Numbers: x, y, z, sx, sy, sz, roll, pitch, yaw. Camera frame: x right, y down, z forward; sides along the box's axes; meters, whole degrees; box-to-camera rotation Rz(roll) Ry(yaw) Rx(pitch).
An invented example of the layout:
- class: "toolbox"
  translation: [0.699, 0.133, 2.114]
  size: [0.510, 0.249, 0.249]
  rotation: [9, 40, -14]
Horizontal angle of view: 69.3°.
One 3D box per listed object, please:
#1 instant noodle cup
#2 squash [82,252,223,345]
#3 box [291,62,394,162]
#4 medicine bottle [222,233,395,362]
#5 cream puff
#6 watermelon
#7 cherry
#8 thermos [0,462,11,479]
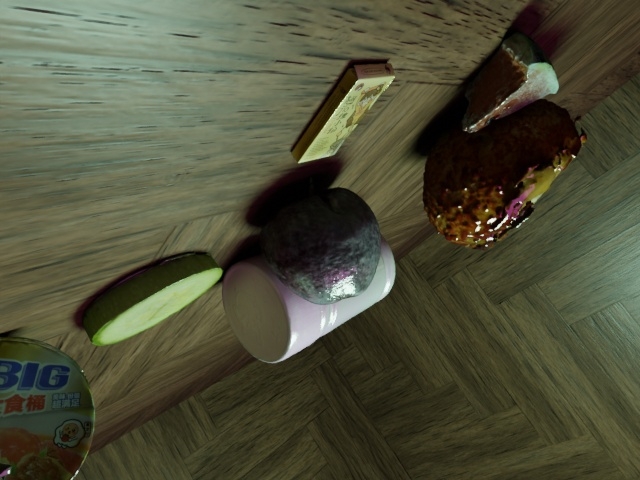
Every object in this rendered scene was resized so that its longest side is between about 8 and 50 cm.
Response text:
- class: "instant noodle cup"
  translation: [-0.404, 0.237, 0.557]
  size: [0.153, 0.204, 0.205]
  rotation: [-31, 172, 36]
- class: "squash"
  translation: [-0.254, 0.095, 0.723]
  size: [0.219, 0.041, 0.219]
  rotation: [-32, 168, -8]
- class: "box"
  translation: [0.026, -0.151, 0.559]
  size: [0.073, 0.020, 0.149]
  rotation: [-22, 163, -42]
- class: "medicine bottle"
  translation: [-0.015, 0.087, 0.933]
  size: [0.316, 0.202, 0.202]
  rotation: [-22, 163, -45]
- class: "cream puff"
  translation: [0.329, -0.139, 0.901]
  size: [0.350, 0.229, 0.350]
  rotation: [-44, 163, -17]
- class: "watermelon"
  translation: [0.299, -0.250, 0.732]
  size: [0.121, 0.097, 0.158]
  rotation: [-9, 152, -30]
- class: "cherry"
  translation: [0.004, 0.010, 0.733]
  size: [0.195, 0.195, 0.195]
  rotation: [-32, 168, -8]
- class: "thermos"
  translation: [-0.320, 0.135, 0.351]
  size: [0.137, 0.193, 0.105]
  rotation: [-33, 169, -3]
